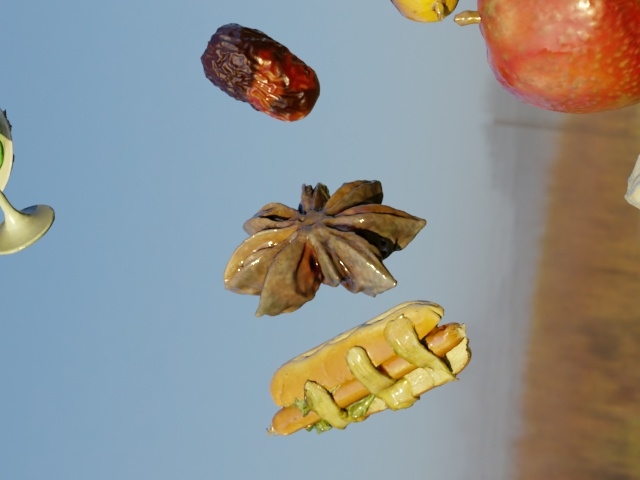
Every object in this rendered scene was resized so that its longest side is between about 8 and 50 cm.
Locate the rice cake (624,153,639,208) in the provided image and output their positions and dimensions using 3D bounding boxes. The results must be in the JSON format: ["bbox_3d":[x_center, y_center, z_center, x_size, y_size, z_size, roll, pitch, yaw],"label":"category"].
[{"bbox_3d":[0.319,0.010,1.161,0.057,0.256,0.052,-58,-5,-7],"label":"rice cake"}]

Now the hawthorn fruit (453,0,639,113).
[{"bbox_3d":[0.320,-0.293,2.229,0.275,0.299,0.275,-4,-90,-82],"label":"hawthorn fruit"}]

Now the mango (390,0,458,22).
[{"bbox_3d":[0.079,-0.281,1.711,0.187,0.066,0.101,61,-172,26],"label":"mango"}]

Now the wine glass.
[{"bbox_3d":[-0.339,-0.081,1.693,0.195,0.079,0.079,62,-150,-32],"label":"wine glass"}]

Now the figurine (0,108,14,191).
[{"bbox_3d":[-0.405,-0.093,1.777,0.153,0.132,0.132,-2,-80,-54],"label":"figurine"}]

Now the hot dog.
[{"bbox_3d":[0.048,0.145,1.884,0.109,0.269,0.072,45,-149,-29],"label":"hot dog"}]

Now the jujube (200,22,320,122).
[{"bbox_3d":[-0.082,-0.239,2.466,0.109,0.176,0.112,-57,8,32],"label":"jujube"}]

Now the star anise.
[{"bbox_3d":[0.002,0.013,2.564,0.108,0.315,0.315,72,-155,-42],"label":"star anise"}]
